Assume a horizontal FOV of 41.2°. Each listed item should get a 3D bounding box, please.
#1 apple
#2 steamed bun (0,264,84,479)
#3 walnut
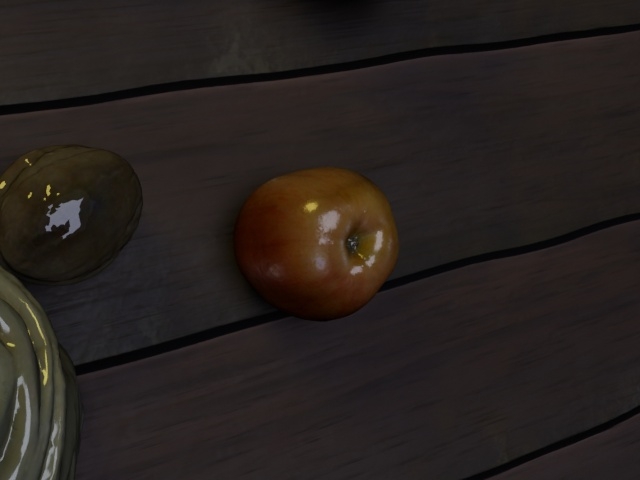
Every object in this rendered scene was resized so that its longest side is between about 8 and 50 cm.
[{"bbox_3d":[0.000,0.000,0.958,0.199,0.199,0.199,1,87,-27],"label":"apple"},{"bbox_3d":[-0.366,0.164,0.727,0.368,0.255,0.342,41,69,-21],"label":"steamed bun"},{"bbox_3d":[-0.255,-0.027,0.852,0.140,0.140,0.162,41,65,-20],"label":"walnut"}]
